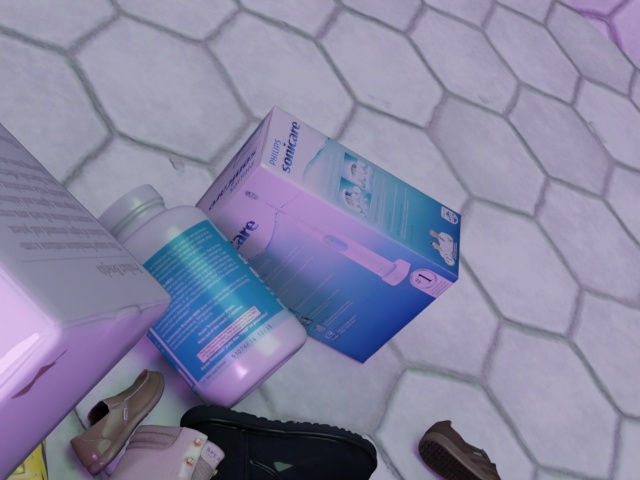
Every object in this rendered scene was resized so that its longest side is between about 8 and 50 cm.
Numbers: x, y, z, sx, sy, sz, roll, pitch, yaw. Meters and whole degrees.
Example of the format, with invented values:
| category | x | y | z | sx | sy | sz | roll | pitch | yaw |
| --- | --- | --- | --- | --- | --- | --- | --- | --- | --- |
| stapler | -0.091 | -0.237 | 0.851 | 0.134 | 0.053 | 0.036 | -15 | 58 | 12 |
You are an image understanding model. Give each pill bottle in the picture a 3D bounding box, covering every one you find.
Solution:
| category | x | y | z | sx | sy | sz | roll | pitch | yaw |
| --- | --- | --- | --- | --- | --- | --- | --- | --- | --- |
| pill bottle | -0.149 | 0.061 | 1.280 | 0.264 | 0.146 | 0.146 | 49 | 39 | 6 |

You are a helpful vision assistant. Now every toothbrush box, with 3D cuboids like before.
| category | x | y | z | sx | sy | sz | roll | pitch | yaw |
| --- | --- | --- | --- | --- | --- | --- | --- | --- | --- |
| toothbrush box | 0.000 | 0.000 | 1.410 | 0.296 | 0.216 | 0.126 | 28 | 41 | -17 |

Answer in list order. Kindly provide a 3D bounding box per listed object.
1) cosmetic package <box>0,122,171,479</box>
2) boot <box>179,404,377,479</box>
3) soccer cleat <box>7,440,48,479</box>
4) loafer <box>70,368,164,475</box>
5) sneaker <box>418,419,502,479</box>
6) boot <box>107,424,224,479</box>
| category | x | y | z | sx | sy | sz | roll | pitch | yaw |
| --- | --- | --- | --- | --- | --- | --- | --- | --- | --- |
| cosmetic package | -0.390 | 0.030 | 0.857 | 0.393 | 0.327 | 0.329 | 45 | 3 | 4 |
| boot | -0.046 | 0.298 | 1.194 | 0.247 | 0.094 | 0.207 | 16 | 42 | -20 |
| soccer cleat | -0.307 | 0.172 | 1.064 | 0.093 | 0.121 | 0.289 | 7 | 51 | -37 |
| loafer | -0.217 | 0.185 | 1.182 | 0.050 | 0.056 | 0.148 | 43 | 38 | -10 |
| sneaker | 0.213 | 0.309 | 1.433 | 0.188 | 0.066 | 0.071 | 47 | 38 | 3 |
| boot | -0.134 | 0.269 | 1.070 | 0.213 | 0.077 | 0.165 | 14 | 47 | 26 |
